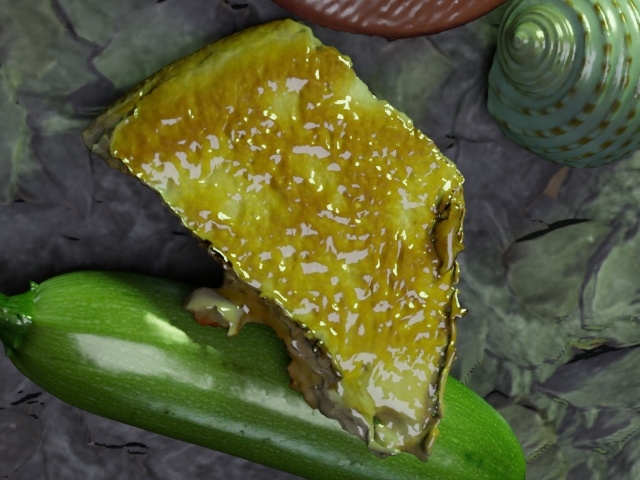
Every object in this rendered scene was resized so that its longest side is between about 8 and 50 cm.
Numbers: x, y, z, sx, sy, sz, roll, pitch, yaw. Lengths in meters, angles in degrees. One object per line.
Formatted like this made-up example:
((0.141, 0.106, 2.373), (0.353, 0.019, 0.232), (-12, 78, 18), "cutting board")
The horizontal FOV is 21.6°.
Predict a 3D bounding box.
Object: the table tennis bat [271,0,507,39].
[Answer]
((0.005, -0.303, 1.005), (0.268, 0.051, 0.414), (-40, 116, 2), "table tennis bat")

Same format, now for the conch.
((0.177, -0.103, 1.095), (0.153, 0.102, 0.135), (26, 116, -24), "conch")

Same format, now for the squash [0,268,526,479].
((-0.041, 0.095, 1.107), (0.395, 0.107, 0.107), (18, 105, -18), "squash")

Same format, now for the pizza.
((0.000, 0.000, 1.053), (0.189, 0.071, 0.297), (-40, 87, -14), "pizza")
